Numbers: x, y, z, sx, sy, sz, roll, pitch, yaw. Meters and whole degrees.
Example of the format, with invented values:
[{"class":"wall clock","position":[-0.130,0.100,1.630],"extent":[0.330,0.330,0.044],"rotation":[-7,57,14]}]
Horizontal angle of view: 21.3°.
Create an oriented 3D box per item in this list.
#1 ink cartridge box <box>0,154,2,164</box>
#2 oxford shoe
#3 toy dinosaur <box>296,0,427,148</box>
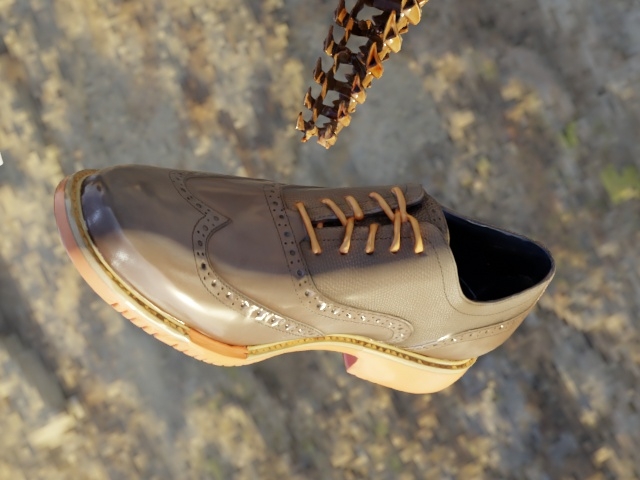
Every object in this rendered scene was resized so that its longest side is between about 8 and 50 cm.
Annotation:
[{"class":"ink cartridge box","position":[-0.481,-0.077,1.708],"extent":[0.065,0.311,0.186],"rotation":[57,164,26]},{"class":"oxford shoe","position":[0.000,0.000,1.055],"extent":[0.133,0.364,0.130],"rotation":[-37,57,33]},{"class":"toy dinosaur","position":[0.054,-0.205,0.788],"extent":[0.164,0.218,0.322],"rotation":[1,92,33]}]
